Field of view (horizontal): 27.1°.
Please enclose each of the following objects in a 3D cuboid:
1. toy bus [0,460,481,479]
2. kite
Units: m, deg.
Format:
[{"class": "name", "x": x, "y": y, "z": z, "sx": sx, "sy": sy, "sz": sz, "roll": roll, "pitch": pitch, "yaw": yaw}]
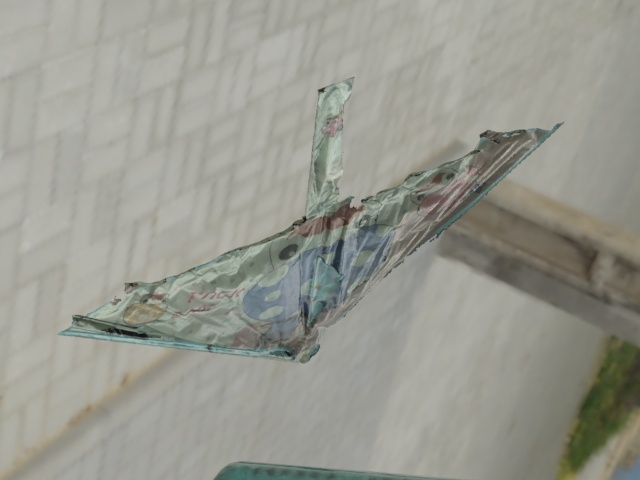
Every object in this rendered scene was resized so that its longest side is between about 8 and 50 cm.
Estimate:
[{"class": "toy bus", "x": -0.035, "y": 0.140, "z": 0.398, "sx": 0.128, "sy": 0.256, "sz": 0.147, "roll": 37, "pitch": 56, "yaw": -70}, {"class": "kite", "x": 0.000, "y": -0.001, "z": 0.967, "sx": 0.406, "sy": 0.014, "sz": 0.368, "roll": -23, "pitch": 152, "yaw": -18}]
